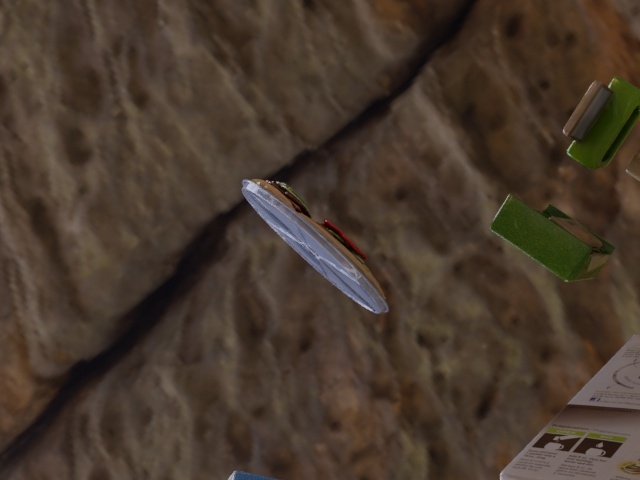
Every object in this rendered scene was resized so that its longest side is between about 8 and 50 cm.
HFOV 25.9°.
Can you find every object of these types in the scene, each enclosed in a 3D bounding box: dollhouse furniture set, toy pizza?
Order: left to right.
[{"bbox_3d":[0.000,0.000,1.430,0.201,0.032,0.201,41,173,6],"label":"toy pizza"},{"bbox_3d":[0.355,-0.009,1.353,0.301,0.198,0.151,35,-169,20],"label":"dollhouse furniture set"}]

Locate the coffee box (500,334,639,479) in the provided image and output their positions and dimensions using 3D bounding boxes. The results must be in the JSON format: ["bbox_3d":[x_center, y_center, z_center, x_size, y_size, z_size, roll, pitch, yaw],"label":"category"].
[{"bbox_3d":[0.267,0.209,1.149,0.297,0.118,0.168,-31,-61,-53],"label":"coffee box"}]

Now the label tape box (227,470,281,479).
[{"bbox_3d":[-0.001,0.430,1.461,0.240,0.106,0.334,15,-132,-17],"label":"label tape box"}]
